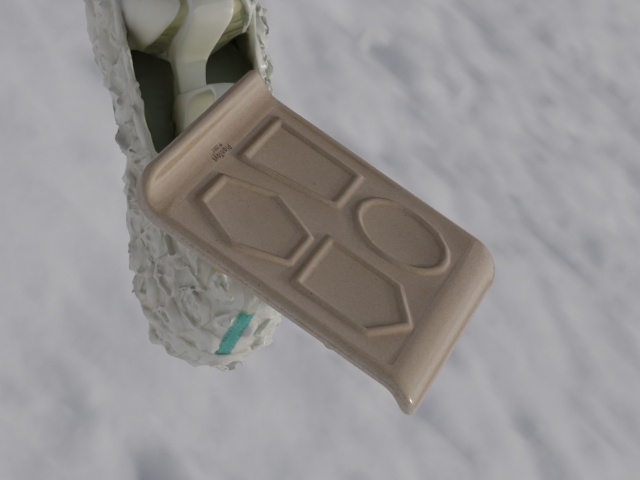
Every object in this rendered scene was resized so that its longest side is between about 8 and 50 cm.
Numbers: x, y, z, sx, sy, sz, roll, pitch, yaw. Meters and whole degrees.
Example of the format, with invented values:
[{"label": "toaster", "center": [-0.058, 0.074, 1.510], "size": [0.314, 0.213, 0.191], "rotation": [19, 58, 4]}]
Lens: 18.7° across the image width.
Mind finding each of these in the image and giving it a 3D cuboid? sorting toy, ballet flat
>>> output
[{"label": "sorting toy", "center": [0.000, 0.000, 1.181], "size": [0.208, 0.038, 0.193], "rotation": [39, 32, 0]}, {"label": "ballet flat", "center": [-0.084, -0.110, 1.438], "size": [0.147, 0.147, 0.409], "rotation": [13, 59, -52]}]
